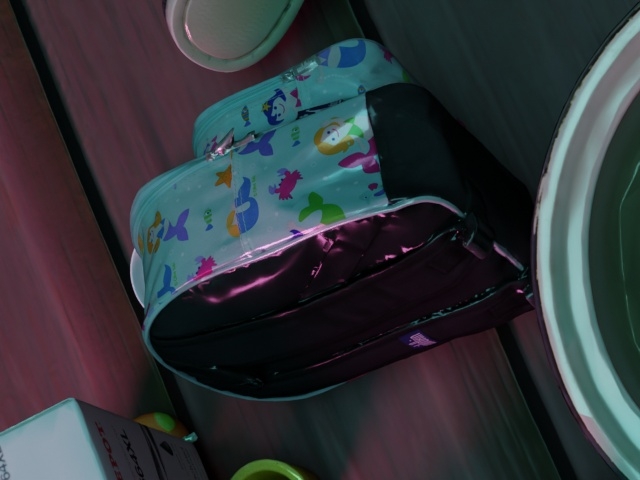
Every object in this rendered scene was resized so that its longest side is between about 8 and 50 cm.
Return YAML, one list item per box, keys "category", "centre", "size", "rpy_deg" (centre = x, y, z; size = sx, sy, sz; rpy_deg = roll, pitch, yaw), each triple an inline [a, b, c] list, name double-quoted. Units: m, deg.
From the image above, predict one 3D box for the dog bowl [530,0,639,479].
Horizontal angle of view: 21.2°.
- category: "dog bowl"
  centre: [0.345, 0.006, 1.069]
  size: [0.407, 0.150, 0.408]
  rpy_deg: [-1, 87, 18]

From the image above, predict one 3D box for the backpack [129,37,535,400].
- category: "backpack"
  centre: [0.000, 0.000, 1.150]
  size: [0.253, 0.225, 0.191]
  rpy_deg: [-29, 56, 19]

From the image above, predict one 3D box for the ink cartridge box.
- category: "ink cartridge box"
  centre: [-0.128, 0.198, 1.108]
  size: [0.086, 0.203, 0.148]
  rpy_deg: [-27, 70, 9]

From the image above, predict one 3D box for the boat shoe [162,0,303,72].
- category: "boat shoe"
  centre: [-0.009, -0.285, 1.228]
  size: [0.340, 0.127, 0.113]
  rpy_deg: [-60, 29, 14]

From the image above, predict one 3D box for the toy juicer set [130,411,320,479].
- category: "toy juicer set"
  centre: [-0.143, 0.281, 1.248]
  size: [0.209, 0.089, 0.329]
  rpy_deg: [24, 95, 18]

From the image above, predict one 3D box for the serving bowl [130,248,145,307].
- category: "serving bowl"
  centre: [-0.099, 0.021, 1.280]
  size: [0.083, 0.027, 0.083]
  rpy_deg: [-1, 87, 19]
